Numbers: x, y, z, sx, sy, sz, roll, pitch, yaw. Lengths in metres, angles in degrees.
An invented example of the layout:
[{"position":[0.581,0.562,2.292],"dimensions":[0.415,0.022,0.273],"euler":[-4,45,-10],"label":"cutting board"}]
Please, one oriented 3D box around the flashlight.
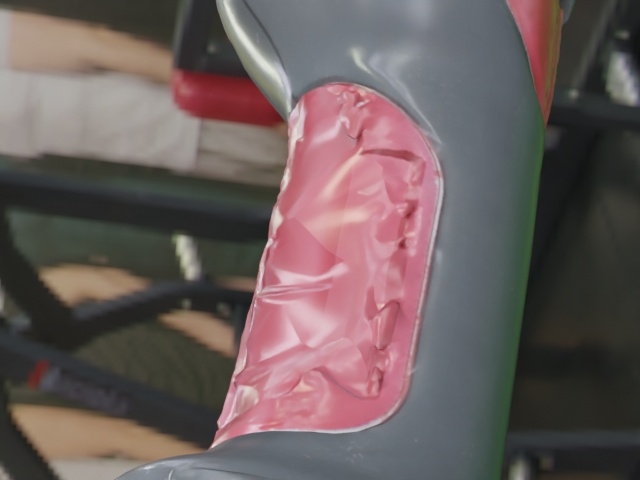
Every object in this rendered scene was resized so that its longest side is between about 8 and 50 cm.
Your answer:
[{"position":[0.000,0.000,0.425],"dimensions":[0.103,0.103,0.304],"euler":[58,-148,-35],"label":"flashlight"}]
